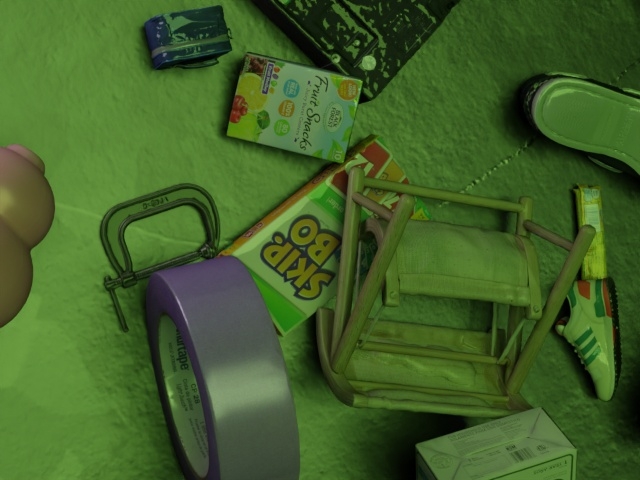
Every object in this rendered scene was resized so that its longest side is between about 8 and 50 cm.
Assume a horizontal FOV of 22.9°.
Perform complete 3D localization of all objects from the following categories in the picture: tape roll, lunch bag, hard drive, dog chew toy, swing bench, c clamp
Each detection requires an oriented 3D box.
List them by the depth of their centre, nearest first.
[{"bbox_3d":[-0.401,0.040,1.669,0.206,0.206,0.332,37,71,-13],"label":"dog chew toy"},{"bbox_3d":[-0.109,0.158,1.707,0.090,0.275,0.275,-14,93,-17],"label":"tape roll"},{"bbox_3d":[-0.148,-0.229,1.811,0.098,0.067,0.065,-12,93,-18],"label":"lunch bag"},{"bbox_3d":[-0.184,0.011,1.823,0.160,0.022,0.137,-25,91,-14],"label":"c clamp"},{"bbox_3d":[0.146,0.070,1.829,0.253,0.165,0.255,9,101,-24],"label":"swing bench"},{"bbox_3d":[0.008,-0.360,1.863,0.339,0.064,0.237,43,78,-13],"label":"hard drive"}]

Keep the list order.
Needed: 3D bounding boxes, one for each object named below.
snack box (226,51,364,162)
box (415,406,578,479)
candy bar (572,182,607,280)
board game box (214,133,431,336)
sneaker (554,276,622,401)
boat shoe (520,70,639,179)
[{"bbox_3d":[-0.029,-0.155,1.829,0.141,0.037,0.100,14,101,2],"label":"snack box"},{"bbox_3d":[0.201,0.349,1.827,0.169,0.087,0.290,-16,124,-16],"label":"box"},{"bbox_3d":[0.341,0.008,1.979,0.040,0.018,0.161,-5,91,-9],"label":"candy bar"},{"bbox_3d":[0.000,0.000,1.862,0.259,0.039,0.124,-38,109,-11],"label":"board game box"},{"bbox_3d":[0.333,0.122,1.964,0.075,0.057,0.161,-1,108,18],"label":"sneaker"},{"bbox_3d":[0.389,-0.135,1.959,0.302,0.091,0.114,26,102,-17],"label":"boat shoe"}]
